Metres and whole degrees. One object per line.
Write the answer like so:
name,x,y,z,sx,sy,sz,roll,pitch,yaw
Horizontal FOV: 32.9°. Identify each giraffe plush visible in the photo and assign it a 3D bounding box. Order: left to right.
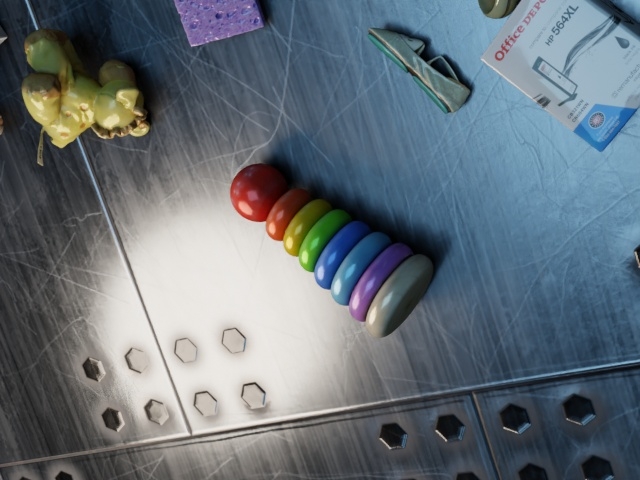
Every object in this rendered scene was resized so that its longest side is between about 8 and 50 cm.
giraffe plush,-0.355,-0.224,1.688,0.170,0.181,0.210,-1,97,3

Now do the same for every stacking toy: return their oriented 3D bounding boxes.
stacking toy,0.000,0.000,1.614,0.330,0.141,0.141,35,118,17

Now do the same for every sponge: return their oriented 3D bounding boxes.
sponge,-0.168,-0.394,1.563,0.117,0.031,0.210,-13,115,13

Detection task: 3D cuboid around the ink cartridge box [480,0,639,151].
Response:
ink cartridge box,0.332,-0.237,1.398,0.203,0.086,0.148,38,119,8

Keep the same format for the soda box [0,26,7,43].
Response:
soda box,-0.644,-0.421,1.775,0.091,0.098,0.286,-32,91,31

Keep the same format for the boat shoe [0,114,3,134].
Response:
boat shoe,-0.682,-0.251,1.840,0.324,0.123,0.116,18,111,17

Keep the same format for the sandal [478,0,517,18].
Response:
sandal,0.205,-0.399,1.327,0.086,0.120,0.303,-4,135,-1

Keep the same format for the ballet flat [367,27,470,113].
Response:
ballet flat,0.139,-0.247,1.511,0.168,0.057,0.052,45,91,1
